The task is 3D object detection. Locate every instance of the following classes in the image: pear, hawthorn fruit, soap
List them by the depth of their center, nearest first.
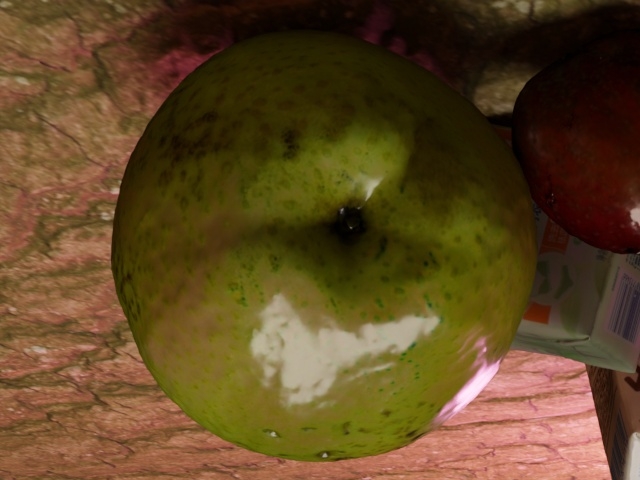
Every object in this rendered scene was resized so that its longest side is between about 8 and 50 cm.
[{"bbox_3d":[0.000,0.000,1.375,0.391,0.391,0.391,0,159,0],"label":"pear"},{"bbox_3d":[0.262,-0.058,1.401,0.181,0.235,0.181,-17,175,-2],"label":"hawthorn fruit"},{"bbox_3d":[0.222,0.006,1.570,0.182,0.199,0.138,11,171,33],"label":"soap"}]

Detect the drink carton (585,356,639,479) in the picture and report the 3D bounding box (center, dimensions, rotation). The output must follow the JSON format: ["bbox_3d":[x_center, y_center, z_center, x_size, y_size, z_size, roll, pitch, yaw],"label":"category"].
[{"bbox_3d":[0.411,0.161,1.852,0.194,0.324,0.132,1,124,-2],"label":"drink carton"}]
